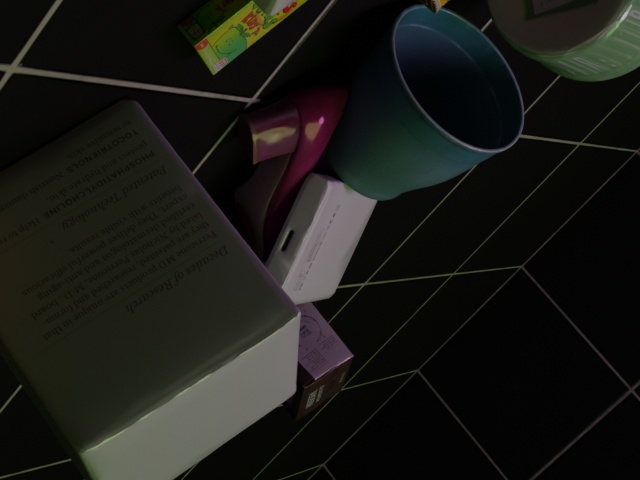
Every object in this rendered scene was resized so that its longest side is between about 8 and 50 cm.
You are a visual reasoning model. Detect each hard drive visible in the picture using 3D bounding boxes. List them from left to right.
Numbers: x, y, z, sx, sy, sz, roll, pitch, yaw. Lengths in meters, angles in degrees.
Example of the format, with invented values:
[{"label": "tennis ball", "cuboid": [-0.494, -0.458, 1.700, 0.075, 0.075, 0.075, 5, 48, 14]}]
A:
[{"label": "hard drive", "cuboid": [0.000, 0.000, 2.104, 0.233, 0.047, 0.353, -65, 165, 8]}]

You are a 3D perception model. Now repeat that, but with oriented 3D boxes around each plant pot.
[{"label": "plant pot", "cuboid": [0.146, -0.202, 1.979, 0.272, 0.271, 0.255, -19, 167, -44]}]

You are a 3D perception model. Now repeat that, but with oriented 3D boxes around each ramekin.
[{"label": "ramekin", "cuboid": [0.408, -0.411, 1.918, 0.148, 0.303, 0.303, 2, 136, -52]}]

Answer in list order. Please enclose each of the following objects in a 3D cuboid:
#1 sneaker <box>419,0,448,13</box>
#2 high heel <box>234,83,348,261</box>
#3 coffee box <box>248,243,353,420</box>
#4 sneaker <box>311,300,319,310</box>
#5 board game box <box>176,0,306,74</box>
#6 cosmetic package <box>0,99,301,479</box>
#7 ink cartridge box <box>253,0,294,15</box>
[{"label": "sneaker", "cuboid": [0.181, -0.421, 1.834, 0.084, 0.069, 0.185, -46, 167, -9]}, {"label": "high heel", "cuboid": [-0.041, -0.101, 2.008, 0.181, 0.127, 0.377, -21, 152, -18]}, {"label": "coffee box", "cuboid": [-0.081, 0.168, 2.278, 0.119, 0.297, 0.168, -31, 158, -23]}, {"label": "sneaker", "cuboid": [-0.098, 0.146, 2.503, 0.286, 0.130, 0.109, -41, 127, -53]}, {"label": "board game box", "cuboid": [-0.096, -0.307, 1.609, 0.181, 0.043, 0.092, -39, 160, -2]}, {"label": "cosmetic package", "cuboid": [-0.271, 0.099, 1.657, 0.327, 0.393, 0.329, -33, 160, -17]}, {"label": "ink cartridge box", "cuboid": [0.017, -0.414, 1.347, 0.211, 0.121, 0.289, -39, 174, -32]}]
